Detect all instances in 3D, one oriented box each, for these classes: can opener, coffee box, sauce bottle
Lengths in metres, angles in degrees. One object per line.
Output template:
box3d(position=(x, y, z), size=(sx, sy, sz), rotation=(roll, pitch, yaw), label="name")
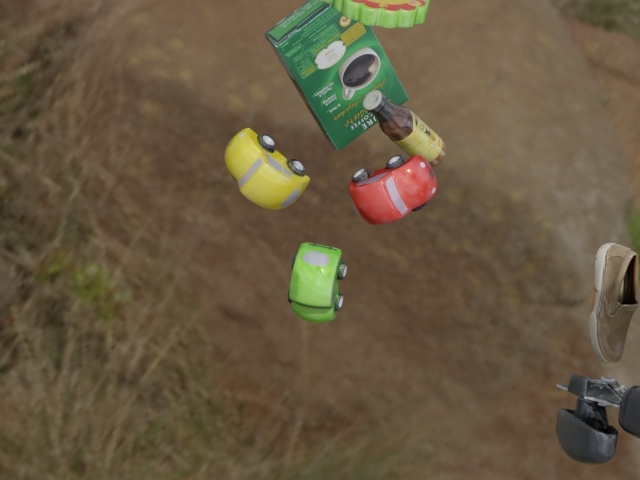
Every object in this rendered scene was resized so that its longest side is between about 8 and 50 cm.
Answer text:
box3d(position=(0.308, 0.185, 1.416), size=(0.076, 0.095, 0.283), rotation=(9, 6, -24), label="can opener")
box3d(position=(0.020, -0.203, 1.813), size=(0.040, 0.113, 0.184), rotation=(48, -6, 48), label="coffee box")
box3d(position=(0.095, -0.128, 1.750), size=(0.128, 0.042, 0.042), rotation=(37, 26, -46), label="sauce bottle")

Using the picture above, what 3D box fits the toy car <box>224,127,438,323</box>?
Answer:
box3d(position=(0.000, 0.000, 1.693), size=(0.239, 0.225, 0.053), rotation=(10, 28, 11), label="toy car")

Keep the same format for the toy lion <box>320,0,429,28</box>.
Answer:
box3d(position=(0.032, -0.187, 1.152), size=(0.100, 0.034, 0.096), rotation=(11, 32, 2), label="toy lion")

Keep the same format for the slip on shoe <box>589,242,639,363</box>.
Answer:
box3d(position=(0.323, 0.071, 1.672), size=(0.051, 0.135, 0.041), rotation=(-9, 15, -42), label="slip on shoe")
